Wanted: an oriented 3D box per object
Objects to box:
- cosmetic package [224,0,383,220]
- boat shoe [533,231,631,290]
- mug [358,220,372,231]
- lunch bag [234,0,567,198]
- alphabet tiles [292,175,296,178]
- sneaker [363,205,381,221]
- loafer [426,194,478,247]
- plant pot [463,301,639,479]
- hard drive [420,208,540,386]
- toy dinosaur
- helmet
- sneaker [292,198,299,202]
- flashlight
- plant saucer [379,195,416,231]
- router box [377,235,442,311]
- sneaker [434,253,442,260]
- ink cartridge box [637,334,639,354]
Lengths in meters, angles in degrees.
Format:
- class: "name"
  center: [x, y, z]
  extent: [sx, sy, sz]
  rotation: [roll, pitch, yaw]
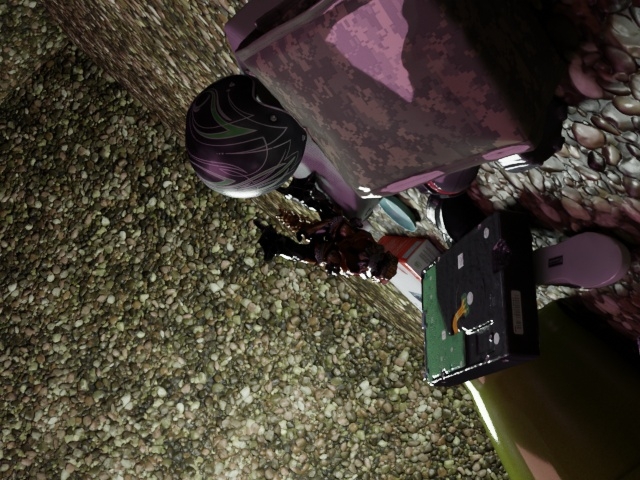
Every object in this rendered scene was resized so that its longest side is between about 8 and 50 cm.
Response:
- class: "cosmetic package"
  center: [0.020, -0.209, 1.074]
  extent: [0.230, 0.161, 0.453]
  rotation: [40, 172, 13]
- class: "boat shoe"
  center: [0.386, 0.034, 0.963]
  extent: [0.070, 0.078, 0.219]
  rotation: [9, 174, -13]
- class: "mug"
  center: [0.102, -0.033, 1.892]
  extent: [0.062, 0.064, 0.078]
  rotation: [44, 172, -12]
- class: "lunch bag"
  center: [0.070, -0.183, 0.707]
  extent: [0.287, 0.169, 0.235]
  rotation: [-16, 126, 47]
- class: "alphabet tiles"
  center: [-0.006, -0.183, 1.461]
  extent: [0.237, 0.009, 0.198]
  rotation: [45, 138, -2]
- class: "sneaker"
  center: [0.034, -0.118, 1.644]
  extent: [0.234, 0.106, 0.078]
  rotation: [40, 170, 20]
- class: "loafer"
  center: [0.251, -0.035, 1.201]
  extent: [0.078, 0.076, 0.223]
  rotation: [31, 171, 33]
- class: "plant pot"
  center: [0.458, 0.318, 1.233]
  extent: [0.353, 0.366, 0.366]
  rotation: [53, 174, 16]
- class: "hard drive"
  center: [0.264, 0.116, 1.150]
  extent: [0.064, 0.237, 0.339]
  rotation: [7, 158, -12]
- class: "toy dinosaur"
  center: [0.000, 0.000, 1.213]
  extent: [0.218, 0.164, 0.322]
  rotation: [28, 159, -38]
- class: "helmet"
  center: [-0.110, -0.142, 0.967]
  extent: [0.162, 0.169, 0.169]
  rotation: [58, 180, 31]
- class: "sneaker"
  center: [-0.001, -0.163, 1.545]
  extent: [0.234, 0.084, 0.097]
  rotation: [-20, 109, 46]
- class: "flashlight"
  center: [0.210, -0.116, 0.878]
  extent: [0.103, 0.103, 0.304]
  rotation: [45, 172, -9]
- class: "plant saucer"
  center: [0.178, -0.068, 1.519]
  extent: [0.119, 0.021, 0.119]
  rotation: [41, 172, 7]
- class: "router box"
  center: [0.303, 0.132, 1.732]
  extent: [0.335, 0.082, 0.301]
  rotation: [44, 171, -12]
- class: "sneaker"
  center: [0.326, 0.077, 1.496]
  extent: [0.071, 0.068, 0.170]
  rotation: [25, -174, -32]
- class: "ink cartridge box"
  center: [0.558, 0.187, 1.034]
  extent: [0.115, 0.029, 0.063]
  rotation: [35, 168, 43]
